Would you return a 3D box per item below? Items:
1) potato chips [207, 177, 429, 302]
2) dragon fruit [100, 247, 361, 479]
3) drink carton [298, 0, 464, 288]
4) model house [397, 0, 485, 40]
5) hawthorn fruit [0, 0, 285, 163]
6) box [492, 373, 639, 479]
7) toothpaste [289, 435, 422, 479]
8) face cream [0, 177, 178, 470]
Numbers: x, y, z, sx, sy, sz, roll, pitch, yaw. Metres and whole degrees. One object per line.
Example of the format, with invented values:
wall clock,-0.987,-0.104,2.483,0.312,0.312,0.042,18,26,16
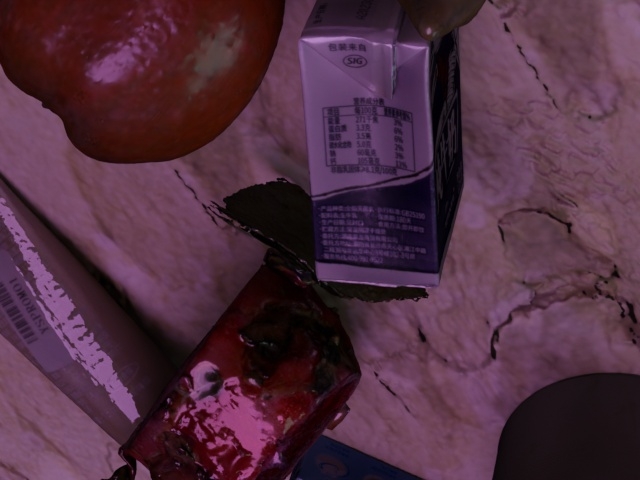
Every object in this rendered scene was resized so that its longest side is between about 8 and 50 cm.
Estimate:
potato chips,0.000,0.000,1.371,0.209,0.142,0.026,10,126,-45
dragon fruit,-0.058,0.144,1.435,0.147,0.211,0.282,35,100,0
drink carton,0.048,-0.091,1.270,0.101,0.134,0.222,5,129,14
model house,0.070,-0.250,1.013,0.194,0.325,0.267,23,130,0
hawthorn fruit,-0.111,-0.178,1.226,0.199,0.199,0.251,41,114,-18
box,0.254,0.248,1.474,0.226,0.149,0.226,8,130,10
toothpaste,0.099,0.269,1.588,0.272,0.066,0.053,24,130,-4
face cream,-0.227,0.077,1.527,0.341,0.084,0.137,46,124,-11
